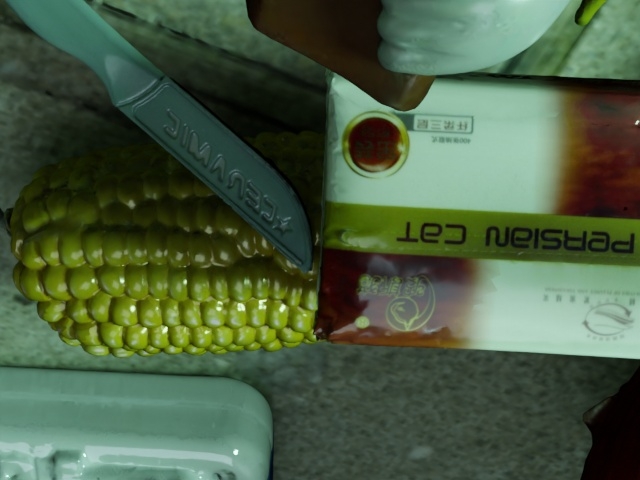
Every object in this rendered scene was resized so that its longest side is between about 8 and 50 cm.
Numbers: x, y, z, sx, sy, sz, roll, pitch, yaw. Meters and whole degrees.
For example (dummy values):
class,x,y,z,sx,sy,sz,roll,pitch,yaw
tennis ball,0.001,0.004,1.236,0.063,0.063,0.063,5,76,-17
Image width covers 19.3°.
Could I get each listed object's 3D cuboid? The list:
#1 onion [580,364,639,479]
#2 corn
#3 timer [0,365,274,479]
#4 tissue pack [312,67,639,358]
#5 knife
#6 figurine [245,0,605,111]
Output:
class,x,y,z,sx,sy,sz,roll,pitch,yaw
onion,0.266,0.143,0.822,0.341,0.341,0.341,2,133,2
corn,0.000,0.000,0.834,0.310,0.101,0.101,-3,133,6
timer,-0.152,0.148,0.996,0.253,0.078,0.178,3,132,2
tissue pack,0.073,-0.012,0.731,0.148,0.099,0.106,2,99,0
knife,-0.076,-0.064,0.781,0.210,0.015,0.028,41,85,1
figurine,0.112,-0.143,0.642,0.283,0.204,0.338,-48,131,8
